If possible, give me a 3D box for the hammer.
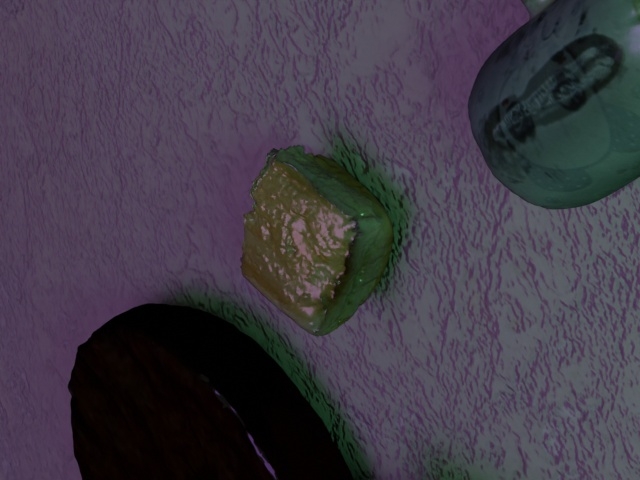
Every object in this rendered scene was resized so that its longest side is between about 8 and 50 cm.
[{"bbox_3d":[0.110,-0.173,0.946,0.305,0.113,0.202,57,144,3],"label":"hammer"}]

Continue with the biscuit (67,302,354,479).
[{"bbox_3d":[-0.088,0.242,1.531,0.407,0.091,0.407,36,138,40],"label":"biscuit"}]

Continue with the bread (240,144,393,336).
[{"bbox_3d":[0.000,-0.001,1.262,0.106,0.082,0.125,36,127,23],"label":"bread"}]
